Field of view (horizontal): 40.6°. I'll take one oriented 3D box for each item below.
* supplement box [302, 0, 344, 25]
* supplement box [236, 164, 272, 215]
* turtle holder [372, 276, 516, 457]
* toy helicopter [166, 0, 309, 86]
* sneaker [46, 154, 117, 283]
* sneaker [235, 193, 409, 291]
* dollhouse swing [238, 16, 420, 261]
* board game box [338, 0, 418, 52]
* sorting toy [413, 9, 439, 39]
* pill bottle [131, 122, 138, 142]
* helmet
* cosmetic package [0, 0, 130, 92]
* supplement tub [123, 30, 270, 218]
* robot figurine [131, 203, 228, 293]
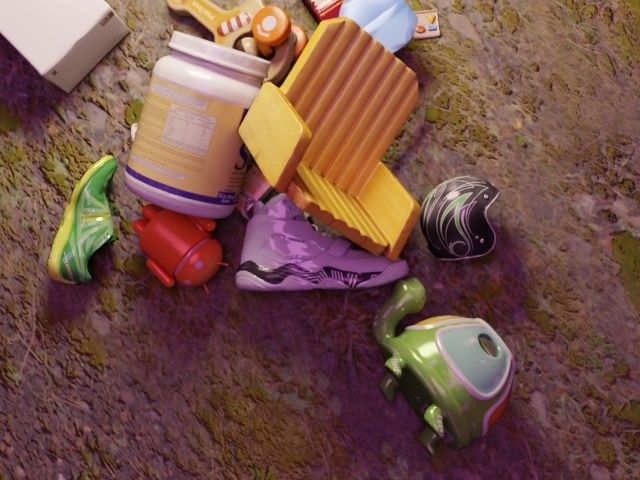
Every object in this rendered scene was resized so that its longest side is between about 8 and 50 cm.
[{"bbox_3d":[0.050,-0.514,1.904,0.130,0.073,0.239,-34,81,-1],"label":"supplement box"},{"bbox_3d":[-0.153,-0.108,1.893,0.062,0.036,0.098,42,89,9],"label":"supplement box"},{"bbox_3d":[0.241,0.252,1.740,0.227,0.243,0.320,-33,47,-13],"label":"turtle holder"},{"bbox_3d":[-0.217,-0.454,1.914,0.355,0.140,0.235,39,97,19],"label":"toy helicopter"},{"bbox_3d":[-0.500,-0.043,1.896,0.123,0.109,0.295,21,83,-16],"label":"sneaker"},{"bbox_3d":[0.000,0.000,1.815,0.366,0.137,0.210,-2,86,8],"label":"sneaker"},{"bbox_3d":[0.081,-0.206,1.685,0.305,0.347,0.315,-48,39,13],"label":"dollhouse swing"},{"bbox_3d":[0.123,-0.467,1.842,0.133,0.033,0.168,-38,78,3],"label":"board game box"},{"bbox_3d":[0.219,-0.477,1.915,0.083,0.012,0.062,-6,83,4],"label":"sorting toy"},{"bbox_3d":[-0.351,-0.235,1.910,0.120,0.067,0.067,-9,83,4],"label":"pill bottle"},{"bbox_3d":[0.289,-0.051,1.785,0.169,0.169,0.161,-11,99,4],"label":"helmet"},{"bbox_3d":[-0.642,-0.543,1.929,0.217,0.156,0.385,-44,83,-1],"label":"cosmetic package"},{"bbox_3d":[-0.246,-0.234,1.765,0.241,0.241,0.331,20,102,7],"label":"supplement tub"},{"bbox_3d":[-0.297,0.010,1.845,0.219,0.128,0.158,41,71,8],"label":"robot figurine"}]
